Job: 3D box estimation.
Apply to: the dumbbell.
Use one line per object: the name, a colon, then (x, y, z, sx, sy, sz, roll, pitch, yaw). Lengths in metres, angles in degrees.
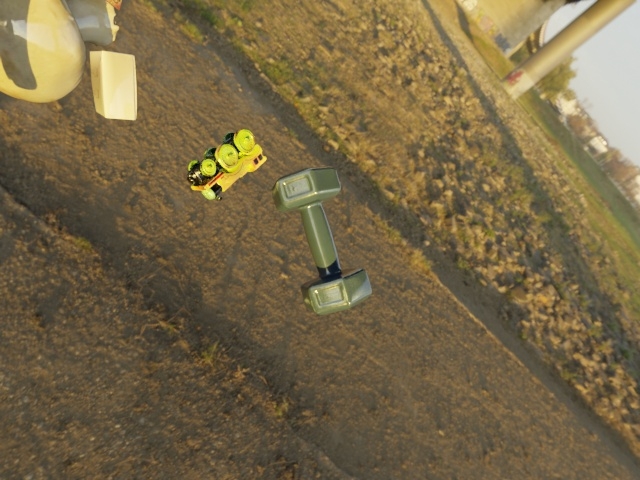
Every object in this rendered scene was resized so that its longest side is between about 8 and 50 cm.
dumbbell: (0.000, 0.000, 0.915, 0.144, 0.156, 0.315, -17, 90, -16)

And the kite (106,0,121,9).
kite: (-0.304, -0.365, 0.575, 0.078, 0.044, 0.002, 53, 32, -13)

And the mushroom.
mushroom: (-0.553, -0.435, 0.792, 0.297, 0.297, 0.290, 48, 57, -3)

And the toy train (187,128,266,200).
toy train: (-0.318, -0.257, 1.391, 0.296, 0.101, 0.160, -50, 129, -31)

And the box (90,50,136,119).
box: (-0.705, -0.529, 1.393, 0.106, 0.203, 0.252, -6, 24, -36)
